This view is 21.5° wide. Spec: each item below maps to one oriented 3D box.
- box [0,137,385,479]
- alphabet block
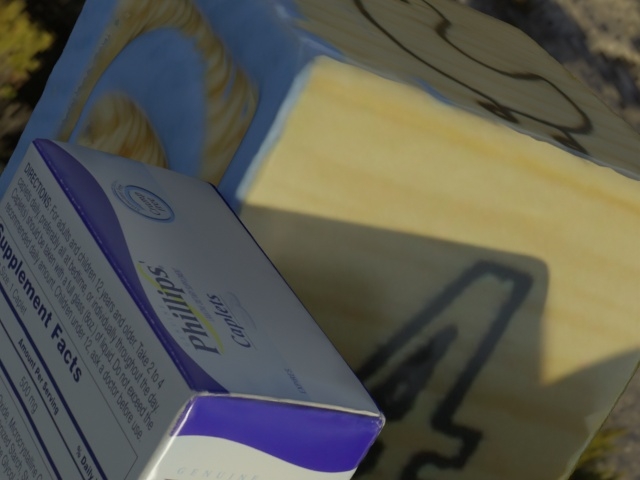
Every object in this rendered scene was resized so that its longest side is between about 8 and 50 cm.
[{"bbox_3d":[-0.064,0.063,0.501,0.072,0.137,0.126,13,27,-39],"label":"box"},{"bbox_3d":[0.000,0.000,0.672,0.197,0.193,0.192,17,23,-32],"label":"alphabet block"}]
